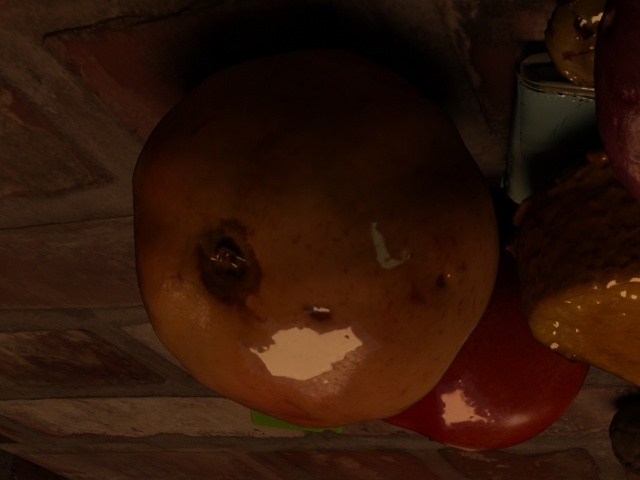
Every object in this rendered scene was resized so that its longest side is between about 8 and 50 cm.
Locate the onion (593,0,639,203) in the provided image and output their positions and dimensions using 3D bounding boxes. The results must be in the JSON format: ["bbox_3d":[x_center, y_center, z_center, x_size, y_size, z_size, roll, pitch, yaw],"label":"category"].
[{"bbox_3d":[0.401,-0.124,0.771,0.358,0.345,0.358,-21,153,-11],"label":"onion"}]

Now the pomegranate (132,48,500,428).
[{"bbox_3d":[0.000,0.000,1.088,0.411,0.412,0.411,5,153,3],"label":"pomegranate"}]

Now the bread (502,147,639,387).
[{"bbox_3d":[0.388,0.040,1.082,0.358,0.204,0.337,21,156,-19],"label":"bread"}]

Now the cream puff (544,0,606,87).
[{"bbox_3d":[0.280,-0.205,0.934,0.148,0.085,0.149,6,149,4],"label":"cream puff"}]

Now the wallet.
[{"bbox_3d":[0.296,-0.115,1.119,0.176,0.075,0.250,6,154,9],"label":"wallet"}]

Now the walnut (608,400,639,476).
[{"bbox_3d":[0.655,0.383,1.935,0.178,0.178,0.230,23,161,-30],"label":"walnut"}]

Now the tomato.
[{"bbox_3d":[0.197,0.119,1.333,0.292,0.290,0.325,13,-162,-5],"label":"tomato"}]

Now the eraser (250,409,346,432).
[{"bbox_3d":[-0.040,0.309,2.022,0.209,0.092,0.274,6,155,0],"label":"eraser"}]
